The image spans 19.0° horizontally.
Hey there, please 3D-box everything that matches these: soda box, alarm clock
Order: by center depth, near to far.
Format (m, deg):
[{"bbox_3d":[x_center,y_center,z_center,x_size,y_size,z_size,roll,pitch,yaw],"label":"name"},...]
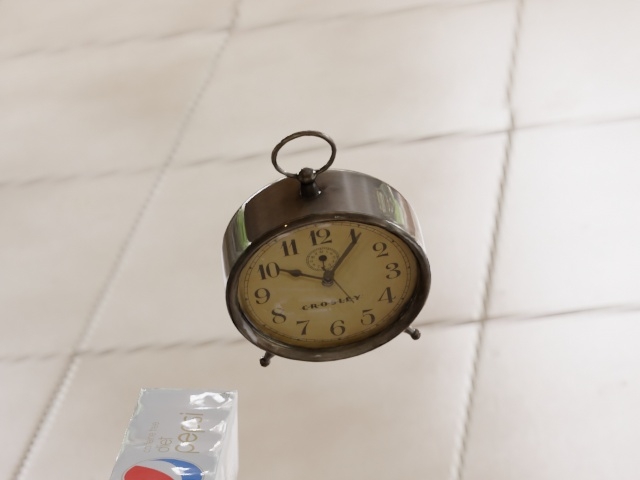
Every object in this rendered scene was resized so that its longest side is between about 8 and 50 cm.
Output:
[{"bbox_3d":[0.000,0.000,1.195,0.129,0.192,0.064,-10,47,0],"label":"alarm clock"},{"bbox_3d":[-0.101,0.173,1.295,0.074,0.069,0.216,1,20,3],"label":"soda box"}]
